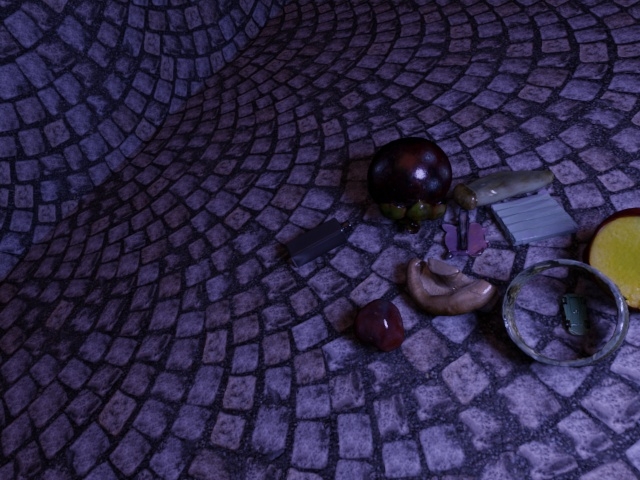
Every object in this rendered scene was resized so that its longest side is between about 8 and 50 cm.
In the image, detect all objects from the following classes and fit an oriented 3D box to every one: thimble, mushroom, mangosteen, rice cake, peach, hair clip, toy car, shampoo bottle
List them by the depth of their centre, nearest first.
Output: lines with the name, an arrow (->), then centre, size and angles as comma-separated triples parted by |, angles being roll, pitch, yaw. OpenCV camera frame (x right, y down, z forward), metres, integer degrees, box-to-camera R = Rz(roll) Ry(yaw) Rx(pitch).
thimble -> 0.601, 0.181, 1.080 | 0.271, 0.150, 0.270 | -10, 73, 35
peach -> 0.840, 0.054, 1.097 | 0.245, 0.248, 0.274 | -14, 51, -19
toy car -> 0.691, 0.200, 1.175 | 0.059, 0.035, 0.122 | -3, 61, 19
peach -> 0.168, 0.245, 1.266 | 0.152, 0.152, 0.152 | -11, 51, 13
mushroom -> 0.361, 0.152, 1.275 | 0.286, 0.156, 0.151 | 21, 75, 46
rice cake -> 0.673, -0.073, 1.380 | 0.198, 0.037, 0.189 | -19, 53, -1
hair clip -> 0.476, -0.019, 1.425 | 0.146, 0.056, 0.187 | -5, 61, 17
mushroom -> 0.602, -0.181, 1.444 | 0.333, 0.087, 0.107 | -18, 58, -7
mangosteen -> 0.303, -0.197, 1.469 | 0.300, 0.300, 0.300 | -11, 51, 13
shampoo bottle -> 0.000, 0.000, 1.568 | 0.246, 0.080, 0.079 | -28, 51, -1

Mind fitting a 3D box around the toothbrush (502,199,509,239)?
toothbrush -> 0.620, -0.110, 1.454 | 0.018, 0.024, 0.257 | -2, 54, 20
